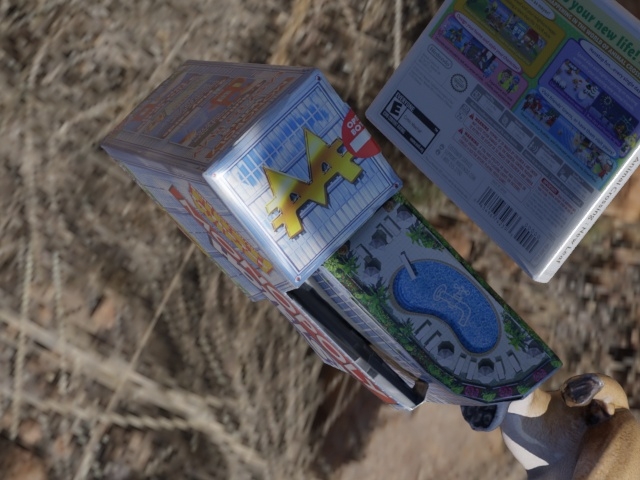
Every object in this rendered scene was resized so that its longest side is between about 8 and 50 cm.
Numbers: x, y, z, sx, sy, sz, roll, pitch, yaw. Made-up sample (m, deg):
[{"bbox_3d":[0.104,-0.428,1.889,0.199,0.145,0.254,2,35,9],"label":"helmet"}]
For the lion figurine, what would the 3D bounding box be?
[{"bbox_3d":[0.151,0.219,1.286,0.142,0.240,0.392,42,121,23],"label":"lion figurine"}]

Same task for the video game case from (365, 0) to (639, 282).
[{"bbox_3d":[0.154,-0.108,1.365,0.212,0.023,0.193,47,110,32],"label":"video game case"}]

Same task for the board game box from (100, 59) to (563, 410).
[{"bbox_3d":[0.000,0.000,0.730,0.060,0.194,0.194,-45,92,-8],"label":"board game box"}]
